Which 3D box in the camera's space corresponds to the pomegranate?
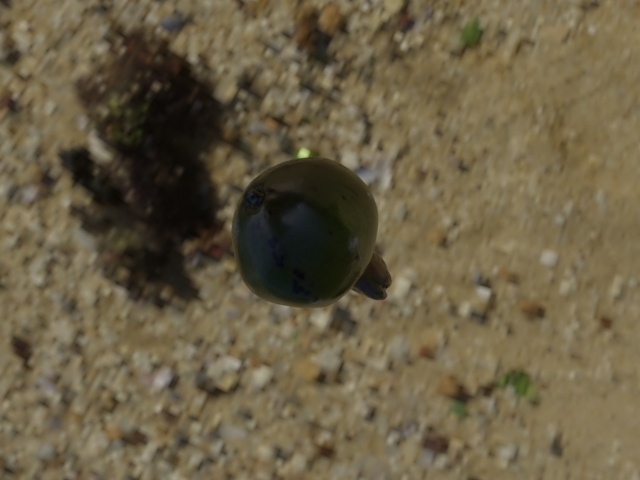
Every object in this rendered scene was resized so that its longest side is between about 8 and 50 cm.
[{"bbox_3d":[0.000,-0.004,0.926,0.073,0.084,0.073,8,100,50],"label":"pomegranate"}]
